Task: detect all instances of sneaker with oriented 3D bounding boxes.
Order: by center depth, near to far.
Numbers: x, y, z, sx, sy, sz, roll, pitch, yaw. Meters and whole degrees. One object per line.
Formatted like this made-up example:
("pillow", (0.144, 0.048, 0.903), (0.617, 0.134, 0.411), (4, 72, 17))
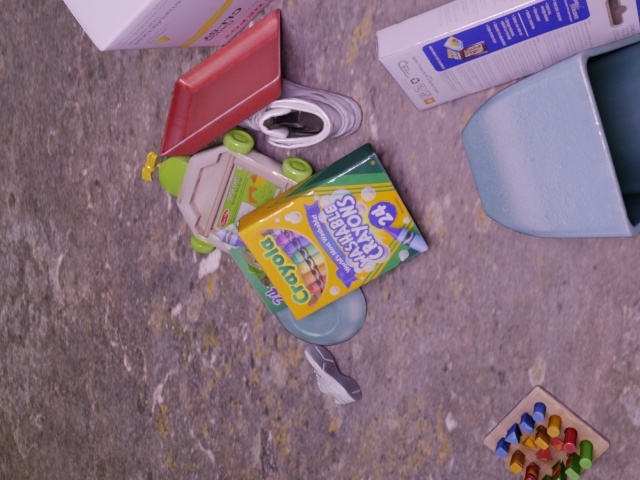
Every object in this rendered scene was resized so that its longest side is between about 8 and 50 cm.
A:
("sneaker", (-0.090, -0.235, 1.235), (0.292, 0.169, 0.108), (10, 109, 22))
("sneaker", (0.012, 0.274, 1.381), (0.061, 0.054, 0.152), (-34, 100, 35))

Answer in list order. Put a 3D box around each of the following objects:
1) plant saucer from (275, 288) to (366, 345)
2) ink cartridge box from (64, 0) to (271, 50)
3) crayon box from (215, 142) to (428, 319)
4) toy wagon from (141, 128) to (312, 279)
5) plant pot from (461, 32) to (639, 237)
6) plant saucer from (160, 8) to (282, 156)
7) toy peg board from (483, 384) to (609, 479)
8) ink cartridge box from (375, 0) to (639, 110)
("plant saucer", (-0.009, 0.134, 1.344), (0.194, 0.037, 0.195), (6, 117, 12))
("ink cartridge box", (-0.195, -0.452, 1.103), (0.279, 0.384, 0.160), (-35, 92, 26))
("crayon box", (0.000, 0.000, 1.222), (0.322, 0.083, 0.203), (-30, 111, 9))
("toy wagon", (-0.172, -0.083, 1.316), (0.344, 0.068, 0.267), (27, 124, 2))
("plant pot", (0.363, -0.141, 1.033), (0.252, 0.247, 0.247), (-10, 101, 49))
("plant saucer", (-0.163, -0.273, 1.231), (0.259, 0.259, 0.048), (-29, 128, 21))
("toy peg board", (0.401, 0.378, 1.240), (0.160, 0.079, 0.161), (39, 114, 9))
("ink cartridge box", (0.286, -0.314, 1.052), (0.370, 0.175, 0.069), (-13, 66, 26))
